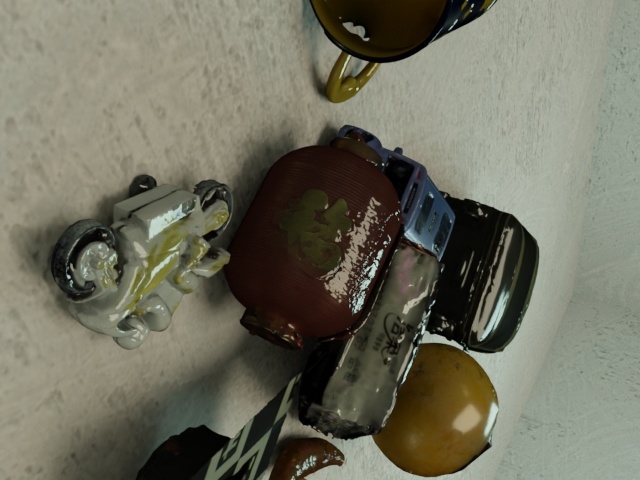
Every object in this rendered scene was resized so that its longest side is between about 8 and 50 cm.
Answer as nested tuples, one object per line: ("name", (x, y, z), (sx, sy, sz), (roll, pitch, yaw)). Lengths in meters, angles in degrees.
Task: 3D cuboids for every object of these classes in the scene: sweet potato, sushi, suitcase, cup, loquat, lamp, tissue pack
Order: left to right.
("sushi", (-0.173, 0.325, 0.837), (0.296, 0.100, 0.373), (-32, 144, -64))
("sweet potato", (-0.029, 0.333, 1.144), (0.255, 0.058, 0.078), (-1, 80, -70))
("lamp", (0.000, 0.000, 0.871), (0.258, 0.180, 0.180), (-63, 152, -16))
("tissue pack", (0.056, 0.142, 1.047), (0.332, 0.123, 0.245), (106, 6, -73))
("cup", (0.087, -0.308, 0.941), (0.178, 0.255, 0.256), (60, 35, -6))
("loquat", (0.193, 0.290, 1.333), (0.235, 0.235, 0.235), (-41, 140, -48))
("suitcase", (0.302, 0.070, 1.504), (0.434, 0.194, 0.283), (24, 84, -66))

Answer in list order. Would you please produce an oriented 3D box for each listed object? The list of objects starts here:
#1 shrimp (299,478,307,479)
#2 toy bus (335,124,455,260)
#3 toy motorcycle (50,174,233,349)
("shrimp", (-0.059, 0.493, 1.187), (0.145, 0.061, 0.267), (-22, 123, -57))
("toy bus", (0.097, -0.050, 1.086), (0.292, 0.133, 0.125), (36, 73, -63))
("toy motorcycle", (-0.155, 0.025, 0.700), (0.229, 0.074, 0.151), (-29, 133, -57))
